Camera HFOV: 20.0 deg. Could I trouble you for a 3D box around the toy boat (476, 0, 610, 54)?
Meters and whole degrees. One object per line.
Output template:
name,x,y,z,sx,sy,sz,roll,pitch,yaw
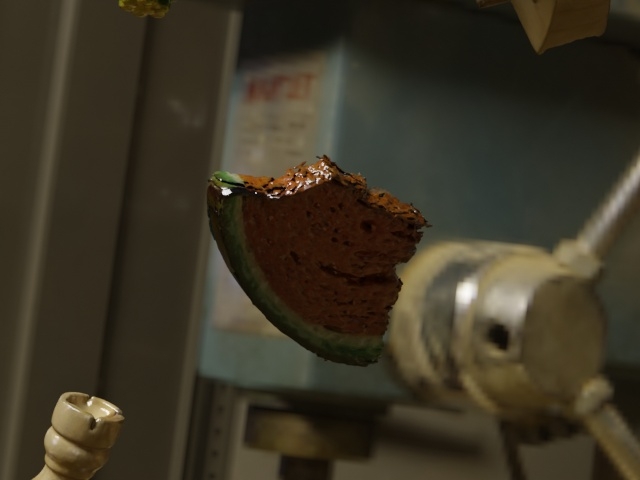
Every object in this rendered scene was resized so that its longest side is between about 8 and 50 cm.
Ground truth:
toy boat,0.096,-0.194,0.953,0.057,0.200,0.077,-17,-3,-27

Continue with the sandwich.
sandwich,-0.012,0.001,1.557,0.235,0.159,0.079,28,18,-34

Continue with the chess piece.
chess piece,-0.179,0.169,1.267,0.066,0.122,0.066,23,8,-3

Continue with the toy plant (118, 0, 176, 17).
toy plant,-0.144,-0.273,1.582,0.093,0.162,0.093,4,-13,1
